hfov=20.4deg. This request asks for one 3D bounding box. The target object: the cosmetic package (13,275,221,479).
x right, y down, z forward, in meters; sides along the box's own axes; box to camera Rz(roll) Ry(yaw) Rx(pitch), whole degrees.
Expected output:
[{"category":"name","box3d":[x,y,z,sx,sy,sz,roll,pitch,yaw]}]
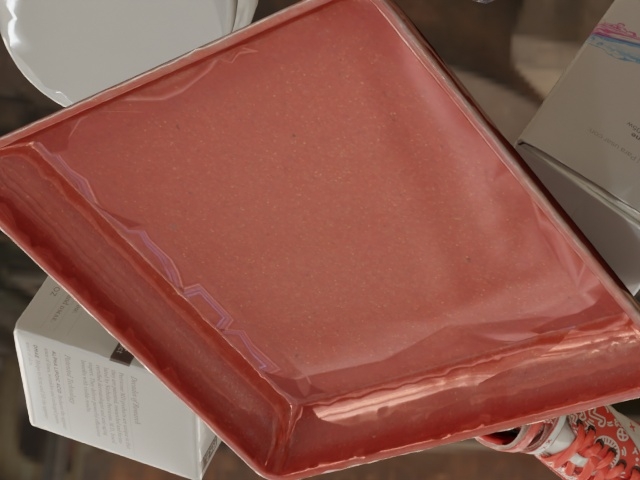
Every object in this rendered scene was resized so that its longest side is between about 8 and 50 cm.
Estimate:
[{"category":"cosmetic package","box3d":[-0.168,0.104,1.682,0.184,0.151,0.151,16,139,14]}]

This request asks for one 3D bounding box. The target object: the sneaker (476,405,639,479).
[{"category":"sneaker","box3d":[0.201,0.169,1.484,0.090,0.270,0.145,-44,171,27]}]

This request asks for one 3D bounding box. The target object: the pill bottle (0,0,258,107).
[{"category":"pill bottle","box3d":[-0.147,-0.229,1.426,0.204,0.204,0.361,5,-159,-2]}]

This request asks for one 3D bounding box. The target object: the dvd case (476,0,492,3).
[{"category":"dvd case","box3d":[0.256,-0.333,2.085,0.221,0.018,0.164,-22,170,27]}]

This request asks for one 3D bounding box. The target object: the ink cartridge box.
[{"category":"ink cartridge box","box3d":[0.159,-0.050,0.926,0.093,0.212,0.154,32,145,6]}]

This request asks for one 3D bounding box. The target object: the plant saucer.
[{"category":"plant saucer","box3d":[0.000,0.000,0.833,0.258,0.047,0.259,-19,127,36]}]
